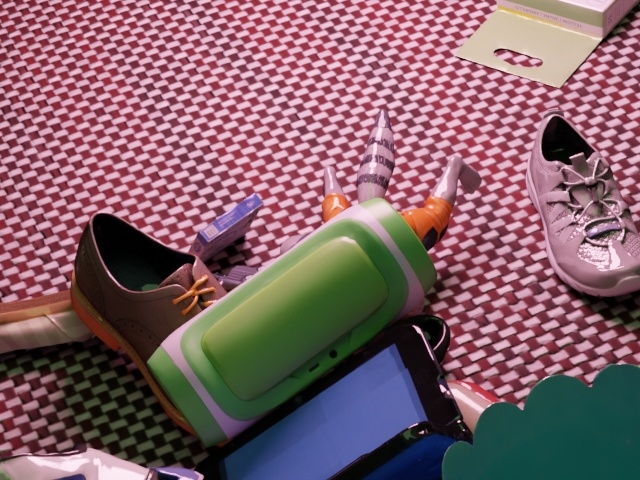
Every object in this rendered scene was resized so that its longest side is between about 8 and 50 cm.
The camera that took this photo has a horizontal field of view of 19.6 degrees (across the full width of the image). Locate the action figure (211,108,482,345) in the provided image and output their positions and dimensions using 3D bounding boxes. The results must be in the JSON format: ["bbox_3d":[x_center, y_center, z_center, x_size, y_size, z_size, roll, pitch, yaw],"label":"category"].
[{"bbox_3d":[0.000,0.000,2.118,0.341,0.179,0.330,7,34,17],"label":"action figure"}]

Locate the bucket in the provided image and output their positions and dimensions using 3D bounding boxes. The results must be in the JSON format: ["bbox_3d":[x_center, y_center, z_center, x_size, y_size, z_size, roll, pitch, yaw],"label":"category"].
[{"bbox_3d":[0.232,0.243,1.420,0.281,0.183,0.281,-13,28,7],"label":"bucket"}]

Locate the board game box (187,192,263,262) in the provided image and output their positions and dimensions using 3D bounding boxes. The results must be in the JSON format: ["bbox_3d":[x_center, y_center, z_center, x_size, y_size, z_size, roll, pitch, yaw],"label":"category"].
[{"bbox_3d":[-0.116,-0.010,2.211,0.090,0.090,0.020,-36,80,-28],"label":"board game box"}]

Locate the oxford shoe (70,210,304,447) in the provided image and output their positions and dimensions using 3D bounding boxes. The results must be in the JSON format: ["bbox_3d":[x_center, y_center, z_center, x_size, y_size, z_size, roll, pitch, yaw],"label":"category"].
[{"bbox_3d":[-0.138,0.104,2.015,0.363,0.133,0.130,35,54,21],"label":"oxford shoe"}]

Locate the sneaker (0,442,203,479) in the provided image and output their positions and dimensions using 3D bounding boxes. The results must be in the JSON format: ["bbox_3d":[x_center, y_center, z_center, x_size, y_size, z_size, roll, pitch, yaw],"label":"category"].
[{"bbox_3d":[-0.242,0.293,1.614,0.182,0.127,0.315,25,45,3],"label":"sneaker"}]

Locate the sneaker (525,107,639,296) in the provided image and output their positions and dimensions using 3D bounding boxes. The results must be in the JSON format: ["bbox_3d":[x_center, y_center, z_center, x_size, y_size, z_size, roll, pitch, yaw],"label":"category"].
[{"bbox_3d":[0.300,-0.043,2.151,0.105,0.115,0.281,-17,41,-9],"label":"sneaker"}]

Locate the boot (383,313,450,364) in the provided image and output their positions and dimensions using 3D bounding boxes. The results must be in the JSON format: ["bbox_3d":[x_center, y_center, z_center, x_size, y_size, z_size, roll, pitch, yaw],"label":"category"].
[{"bbox_3d":[0.041,0.180,1.887,0.088,0.176,0.244,35,57,20],"label":"boot"}]

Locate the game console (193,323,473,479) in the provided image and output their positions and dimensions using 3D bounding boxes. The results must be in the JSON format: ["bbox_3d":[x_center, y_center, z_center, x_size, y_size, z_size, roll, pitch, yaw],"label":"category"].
[{"bbox_3d":[-0.021,0.204,1.726,0.293,0.250,0.173,-36,71,10],"label":"game console"}]

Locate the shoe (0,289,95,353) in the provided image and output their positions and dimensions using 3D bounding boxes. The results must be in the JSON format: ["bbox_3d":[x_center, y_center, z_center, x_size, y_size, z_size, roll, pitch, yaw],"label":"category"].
[{"bbox_3d":[-0.306,0.094,2.155,0.219,0.058,0.076,-8,9,-6],"label":"shoe"}]

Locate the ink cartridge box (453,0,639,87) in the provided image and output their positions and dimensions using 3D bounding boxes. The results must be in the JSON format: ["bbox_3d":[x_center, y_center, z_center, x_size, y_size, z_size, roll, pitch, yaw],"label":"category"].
[{"bbox_3d":[0.309,-0.310,2.508,0.171,0.056,0.235,21,47,29],"label":"ink cartridge box"}]

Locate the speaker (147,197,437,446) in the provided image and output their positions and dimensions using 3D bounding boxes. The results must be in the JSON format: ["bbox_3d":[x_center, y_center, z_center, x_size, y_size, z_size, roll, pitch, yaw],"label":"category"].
[{"bbox_3d":[-0.028,0.083,1.910,0.296,0.131,0.131,-36,45,-8],"label":"speaker"}]

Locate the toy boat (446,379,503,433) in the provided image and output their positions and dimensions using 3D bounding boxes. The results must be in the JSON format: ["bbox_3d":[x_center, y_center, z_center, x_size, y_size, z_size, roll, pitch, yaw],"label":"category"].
[{"bbox_3d":[0.197,0.237,1.854,0.151,0.151,0.231,-5,30,-44],"label":"toy boat"}]
